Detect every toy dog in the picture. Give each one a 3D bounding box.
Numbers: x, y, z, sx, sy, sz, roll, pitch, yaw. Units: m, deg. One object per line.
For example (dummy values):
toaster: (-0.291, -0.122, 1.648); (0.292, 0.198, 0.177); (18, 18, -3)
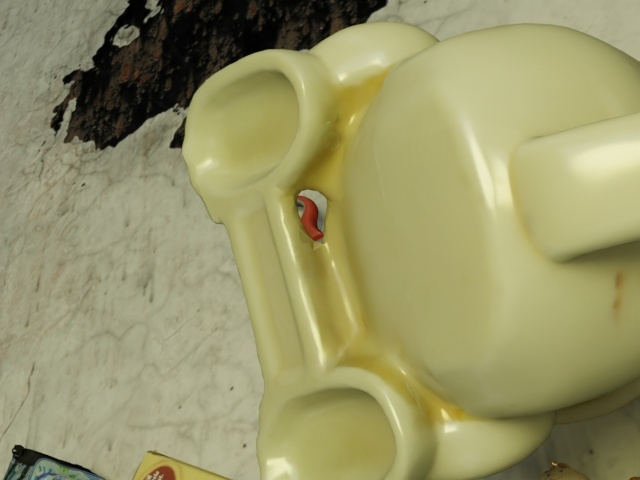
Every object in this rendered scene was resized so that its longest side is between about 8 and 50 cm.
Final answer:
toy dog: (0.172, -0.034, 0.573); (0.395, 0.408, 0.284); (-42, 64, 52)

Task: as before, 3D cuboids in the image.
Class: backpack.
backpack: (-0.273, 0.277, 0.903); (0.084, 0.105, 0.114); (8, 69, 45)

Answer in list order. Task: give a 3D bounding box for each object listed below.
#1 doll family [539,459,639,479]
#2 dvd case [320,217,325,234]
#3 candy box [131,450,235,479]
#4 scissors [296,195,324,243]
doll family: (0.242, 0.164, 0.538); (0.263, 0.118, 0.163); (-28, 8, 8)
dvd case: (0.075, -0.005, 0.894); (0.179, 0.029, 0.238); (1, 60, 40)
candy box: (0.017, 0.247, 0.623); (0.316, 0.183, 0.087); (6, 62, 42)
scissors: (0.000, 0.000, 0.899); (0.297, 0.021, 0.109); (1, 59, 61)
